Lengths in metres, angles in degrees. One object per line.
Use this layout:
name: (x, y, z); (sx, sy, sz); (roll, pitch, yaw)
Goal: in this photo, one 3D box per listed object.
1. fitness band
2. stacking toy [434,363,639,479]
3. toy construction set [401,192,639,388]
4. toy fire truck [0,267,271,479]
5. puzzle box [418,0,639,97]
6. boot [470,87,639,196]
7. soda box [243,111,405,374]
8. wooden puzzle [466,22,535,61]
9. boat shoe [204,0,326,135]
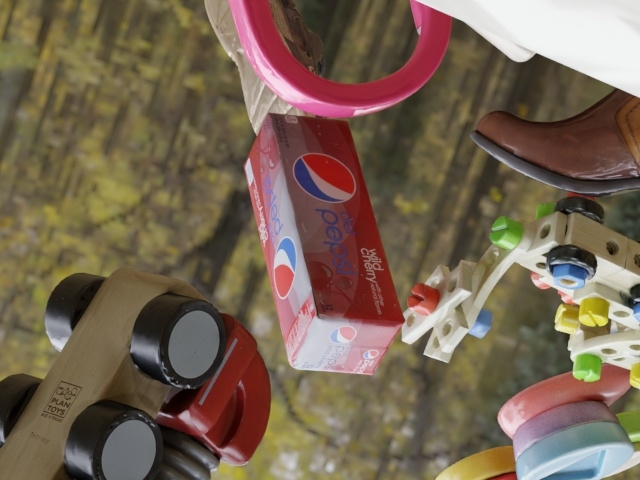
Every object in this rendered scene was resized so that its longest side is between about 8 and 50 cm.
fitness band: (0.010, -0.258, 1.668); (0.209, 0.290, 0.054); (-13, 173, -17)
stacking toy: (0.307, 0.264, 2.015); (0.280, 0.309, 0.130); (-7, -119, -23)
toy construction set: (0.246, 0.053, 1.769); (0.328, 0.151, 0.215); (9, 160, -30)
toy fire truck: (-0.088, 0.168, 1.148); (0.158, 0.217, 0.246); (10, 153, 42)
puzzle box: (0.187, -0.242, 1.187); (0.052, 0.272, 0.409); (-22, -146, -28)
boot: (0.283, -0.168, 1.508); (0.264, 0.280, 0.096); (15, -175, 20)
soda box: (0.000, 0.000, 1.700); (0.092, 0.083, 0.263); (6, -132, -22)
wooden puzzle: (0.197, -0.321, 1.800); (0.221, 0.238, 0.044); (36, -152, -13)
boat shoe: (-0.039, -0.194, 1.935); (0.092, 0.103, 0.285); (-5, -125, -34)
